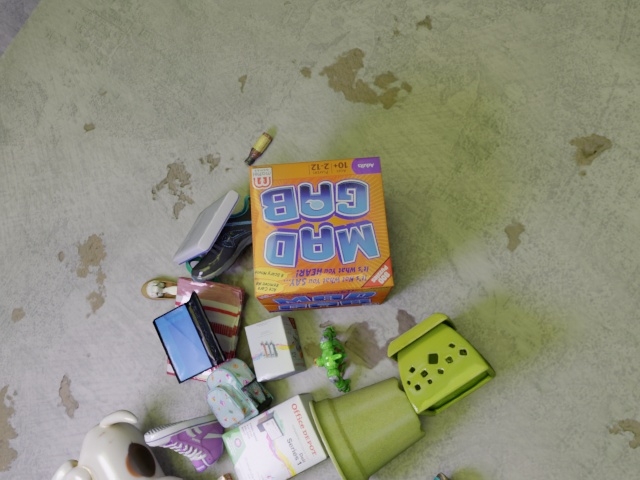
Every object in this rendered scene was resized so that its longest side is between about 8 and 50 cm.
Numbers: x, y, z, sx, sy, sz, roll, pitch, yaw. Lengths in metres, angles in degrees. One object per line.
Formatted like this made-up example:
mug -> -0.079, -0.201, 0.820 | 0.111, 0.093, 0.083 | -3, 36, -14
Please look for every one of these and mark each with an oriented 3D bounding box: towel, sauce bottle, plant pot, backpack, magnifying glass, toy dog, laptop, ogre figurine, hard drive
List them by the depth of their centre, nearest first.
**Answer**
plant pot -> 0.325, 0.339, 1.553 | 0.228, 0.227, 0.207 | -36, 63, 7
plant pot -> 0.142, 0.517, 1.562 | 0.254, 0.276, 0.276 | -27, 70, -3
toy dog -> -0.539, 0.744, 1.679 | 0.408, 0.284, 0.395 | 29, 93, 20
ogre figurine -> 0.038, 0.356, 1.687 | 0.097, 0.118, 0.197 | 1, 77, 17
backpack -> -0.265, 0.464, 1.711 | 0.166, 0.144, 0.188 | -41, 77, 42
laptop -> -0.418, 0.309, 1.755 | 0.136, 0.264, 0.234 | -23, 83, -22
hard drive -> -0.375, -0.035, 1.808 | 0.040, 0.319, 0.210 | 34, 67, -19
towel -> -0.382, 0.298, 1.834 | 0.237, 0.037, 0.329 | 8, 90, 14
magnifying glass -> -0.364, 0.135, 1.890 | 0.231, 0.092, 0.026 | 45, 119, 10
sauce bottle -> -0.222, -0.320, 1.968 | 0.042, 0.042, 0.128 | 37, 88, 21

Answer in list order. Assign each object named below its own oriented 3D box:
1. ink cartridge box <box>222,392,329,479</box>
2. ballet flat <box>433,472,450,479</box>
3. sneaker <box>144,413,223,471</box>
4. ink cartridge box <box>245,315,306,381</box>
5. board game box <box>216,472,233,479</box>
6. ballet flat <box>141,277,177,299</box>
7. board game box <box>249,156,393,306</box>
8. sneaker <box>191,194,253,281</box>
ink cartridge box -> -0.122, 0.610, 1.676 | 0.278, 0.117, 0.201 | -30, 70, 8
ballet flat -> 0.382, 0.798, 1.489 | 0.123, 0.123, 0.348 | -10, 74, 15
sneaker -> -0.392, 0.617, 1.674 | 0.102, 0.282, 0.161 | -19, 73, 35
ink cartridge box -> -0.137, 0.339, 1.740 | 0.127, 0.128, 0.176 | -19, 73, 12
board game box -> -0.295, 0.842, 1.713 | 0.147, 0.045, 0.193 | -39, 69, 5
ballet flat -> -0.534, 0.167, 1.932 | 0.232, 0.073, 0.080 | 0, 79, 18
board game box -> 0.000, 0.000, 1.615 | 0.356, 0.356, 0.356 | -4, 75, 0
sneaker -> -0.306, -0.006, 1.838 | 0.341, 0.125, 0.139 | -43, 113, -12
